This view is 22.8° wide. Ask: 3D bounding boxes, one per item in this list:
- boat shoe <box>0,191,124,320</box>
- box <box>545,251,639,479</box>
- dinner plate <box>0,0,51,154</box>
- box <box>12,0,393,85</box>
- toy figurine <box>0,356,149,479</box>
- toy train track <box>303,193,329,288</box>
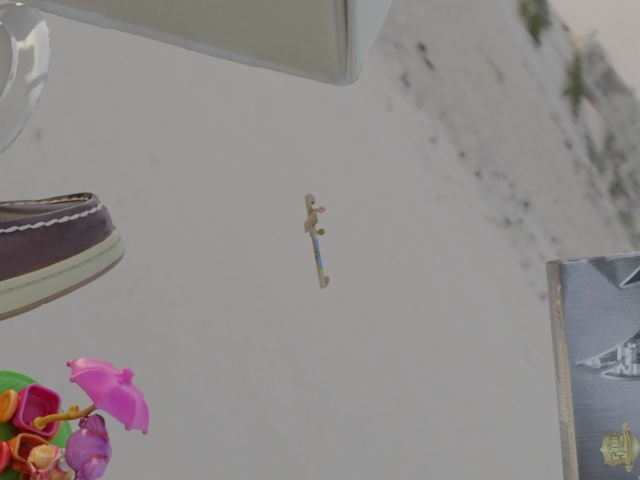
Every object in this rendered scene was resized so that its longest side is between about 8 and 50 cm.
[{"bbox_3d":[-0.270,-0.009,0.857,0.123,0.342,0.123,11,-73,62],"label":"boat shoe"},{"bbox_3d":[0.269,0.120,1.178,0.056,0.183,0.231,167,-81,-85],"label":"box"},{"bbox_3d":[-0.248,-0.111,1.136,0.017,0.141,0.141,31,20,-49],"label":"dinner plate"},{"bbox_3d":[-0.003,-0.217,0.528,0.148,0.311,0.121,15,-30,14],"label":"box"},{"bbox_3d":[-0.209,0.164,1.284,0.130,0.159,0.173,30,50,-35],"label":"toy figurine"},{"bbox_3d":[0.000,0.000,1.383,0.048,0.014,0.083,136,-54,-72],"label":"toy train track"}]
